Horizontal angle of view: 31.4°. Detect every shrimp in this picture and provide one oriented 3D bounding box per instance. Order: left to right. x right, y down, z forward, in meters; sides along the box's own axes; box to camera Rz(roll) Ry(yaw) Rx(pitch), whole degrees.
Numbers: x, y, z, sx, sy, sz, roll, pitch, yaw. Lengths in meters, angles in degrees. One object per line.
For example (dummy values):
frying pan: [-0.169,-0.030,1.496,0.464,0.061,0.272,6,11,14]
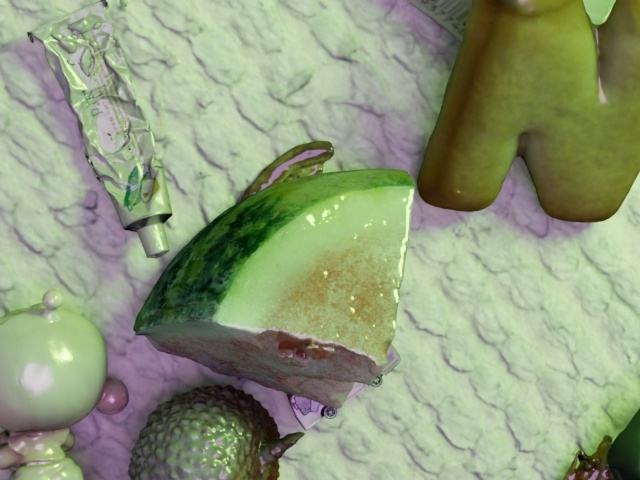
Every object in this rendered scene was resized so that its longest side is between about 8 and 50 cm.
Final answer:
shrimp: [0.322,0.325,1.312,0.115,0.051,0.217,-1,100,-16]

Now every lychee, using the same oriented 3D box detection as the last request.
lychee: [-0.105,0.229,1.155,0.197,0.165,0.165,-8,104,24]

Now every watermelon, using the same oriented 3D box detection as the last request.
watermelon: [-0.025,0.055,1.137,0.310,0.193,0.232,-24,79,-15]

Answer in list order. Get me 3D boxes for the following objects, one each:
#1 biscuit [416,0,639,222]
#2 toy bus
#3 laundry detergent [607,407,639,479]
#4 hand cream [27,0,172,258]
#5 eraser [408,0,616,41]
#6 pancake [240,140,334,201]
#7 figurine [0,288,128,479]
biscuit: [0.236,-0.137,1.140,0.236,0.062,0.291,6,131,-13]
toy bus: [0.024,0.149,1.229,0.130,0.037,0.052,-34,103,-3]
laundry detergent: [0.422,0.203,1.277,0.222,0.078,0.144,-47,114,-16]
hand cream: [-0.203,-0.104,1.135,0.084,0.050,0.257,-23,98,-7]
eraser: [0.129,-0.343,1.128,0.396,0.082,0.213,33,94,-14]
pancake: [0.000,0.000,1.204,0.190,0.020,0.184,33,93,-13]
figurine: [-0.284,0.172,1.127,0.181,0.144,0.257,-3,99,-6]
